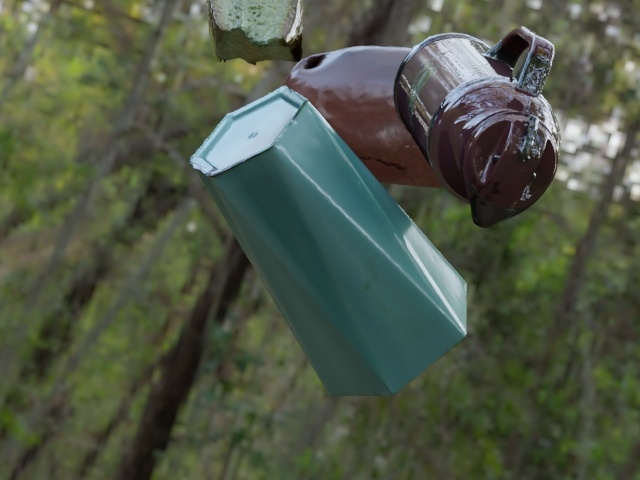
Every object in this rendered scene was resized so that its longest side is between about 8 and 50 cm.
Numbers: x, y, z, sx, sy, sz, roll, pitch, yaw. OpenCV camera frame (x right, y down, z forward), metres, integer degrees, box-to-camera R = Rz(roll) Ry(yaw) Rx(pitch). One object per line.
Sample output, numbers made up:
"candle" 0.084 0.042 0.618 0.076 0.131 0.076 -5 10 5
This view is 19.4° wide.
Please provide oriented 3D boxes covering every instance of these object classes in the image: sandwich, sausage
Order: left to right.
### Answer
"sandwich" -0.058 -0.208 1.680 0.090 0.088 0.244 -1 2 -1
"sausage" 0.087 -0.133 2.040 0.279 0.152 0.152 4 -13 21

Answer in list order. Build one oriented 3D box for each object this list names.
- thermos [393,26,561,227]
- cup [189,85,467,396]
"thermos" 0.146 -0.103 1.573 0.109 0.136 0.330 58 4 -15
"cup" 0.000 0.000 1.502 0.236 0.148 0.134 52 -9 -25
